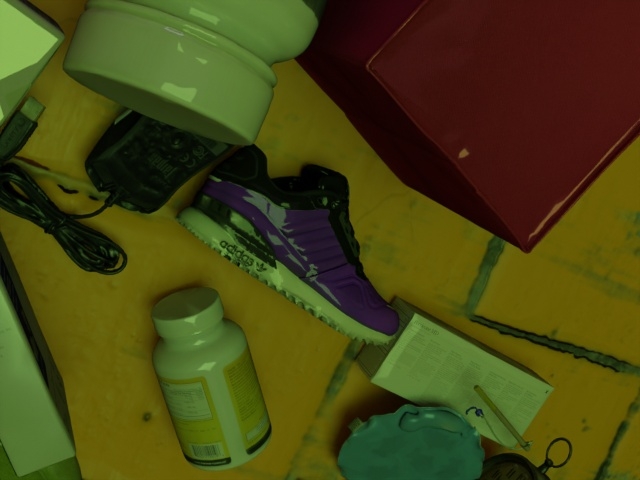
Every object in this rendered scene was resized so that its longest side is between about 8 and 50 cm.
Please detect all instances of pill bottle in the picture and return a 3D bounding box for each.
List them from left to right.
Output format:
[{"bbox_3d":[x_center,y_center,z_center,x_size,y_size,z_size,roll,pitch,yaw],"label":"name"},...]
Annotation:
[{"bbox_3d":[-0.121,0.148,1.008,0.103,0.103,0.184,-19,113,-14],"label":"pill bottle"},{"bbox_3d":[-0.075,-0.279,0.794,0.204,0.204,0.361,22,87,-25],"label":"pill bottle"}]

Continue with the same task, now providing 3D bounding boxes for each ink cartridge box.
[{"bbox_3d":[-0.315,0.039,0.865,0.065,0.165,0.332,-19,112,-13],"label":"ink cartridge box"}]

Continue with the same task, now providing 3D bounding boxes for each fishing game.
[{"bbox_3d":[0.108,0.263,1.142,0.264,0.041,0.189,-35,120,18],"label":"fishing game"}]

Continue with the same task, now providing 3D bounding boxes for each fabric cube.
[{"bbox_3d":[0.156,-0.188,0.916,0.254,0.258,0.259,-46,117,-2],"label":"fabric cube"}]

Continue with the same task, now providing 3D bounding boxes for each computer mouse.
[{"bbox_3d":[-0.202,-0.103,0.923,0.184,0.060,0.262,37,104,-31],"label":"computer mouse"}]

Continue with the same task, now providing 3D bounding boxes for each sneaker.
[{"bbox_3d":[0.000,0.000,1.008,0.293,0.102,0.146,35,86,-29],"label":"sneaker"}]

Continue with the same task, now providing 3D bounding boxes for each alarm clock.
[{"bbox_3d":[0.242,0.317,1.146,0.064,0.129,0.192,36,98,-23],"label":"alarm clock"}]

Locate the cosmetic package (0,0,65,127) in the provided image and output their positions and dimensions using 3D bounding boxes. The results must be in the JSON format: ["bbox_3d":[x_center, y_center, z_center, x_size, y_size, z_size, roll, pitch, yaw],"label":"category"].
[{"bbox_3d":[-0.372,-0.226,0.760,0.309,0.160,0.113,35,93,-25],"label":"cosmetic package"}]

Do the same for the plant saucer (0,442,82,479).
[{"bbox_3d":[-0.375,0.287,0.996,0.241,0.037,0.241,-6,109,-19],"label":"plant saucer"}]

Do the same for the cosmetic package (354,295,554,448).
[{"bbox_3d":[0.167,0.164,1.145,0.239,0.060,0.099,30,99,-26],"label":"cosmetic package"}]
